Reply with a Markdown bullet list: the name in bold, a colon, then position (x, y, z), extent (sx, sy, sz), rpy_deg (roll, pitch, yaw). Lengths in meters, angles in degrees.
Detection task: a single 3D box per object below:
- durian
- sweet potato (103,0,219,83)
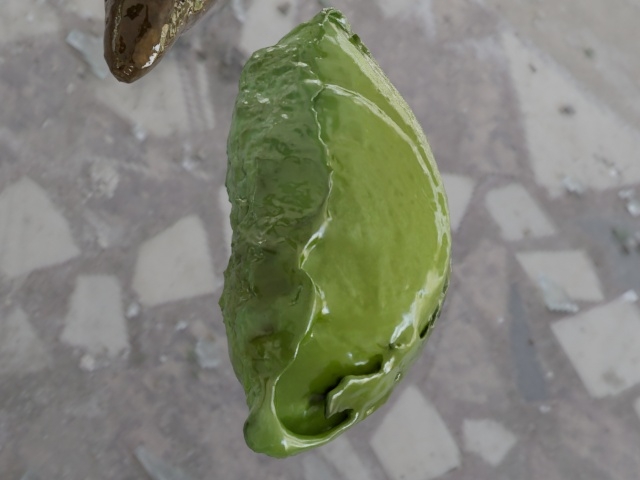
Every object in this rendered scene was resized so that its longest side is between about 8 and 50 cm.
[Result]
- **durian**: position (0.000, 0.000, 0.748), extent (0.139, 0.101, 0.250), rpy_deg (24, 58, -39)
- **sweet potato**: position (-0.083, -0.220, 1.060), extent (0.097, 0.097, 0.292), rpy_deg (34, 64, -14)
